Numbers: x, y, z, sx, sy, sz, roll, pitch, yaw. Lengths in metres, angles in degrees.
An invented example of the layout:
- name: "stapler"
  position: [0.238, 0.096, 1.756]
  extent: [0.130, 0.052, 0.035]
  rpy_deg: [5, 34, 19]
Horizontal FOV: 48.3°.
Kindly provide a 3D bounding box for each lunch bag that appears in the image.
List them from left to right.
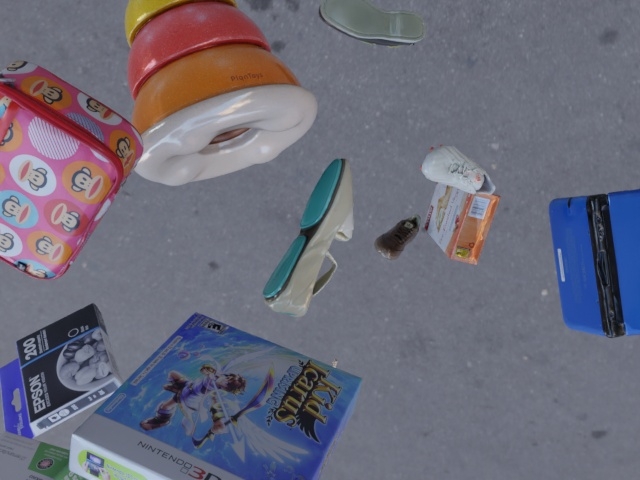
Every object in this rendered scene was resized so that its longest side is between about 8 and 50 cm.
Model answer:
- name: "lunch bag"
  position: [-0.421, -0.103, 1.011]
  extent: [0.258, 0.120, 0.293]
  rpy_deg: [33, 124, -14]

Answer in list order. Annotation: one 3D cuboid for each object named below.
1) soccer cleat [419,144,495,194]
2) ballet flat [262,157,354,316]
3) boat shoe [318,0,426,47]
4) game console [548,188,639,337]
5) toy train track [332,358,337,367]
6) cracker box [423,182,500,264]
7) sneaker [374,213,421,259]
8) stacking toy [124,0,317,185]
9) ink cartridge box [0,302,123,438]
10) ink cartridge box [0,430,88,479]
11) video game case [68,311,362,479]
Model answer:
- name: "soccer cleat"
  position: [0.246, -0.120, 1.253]
  extent: [0.076, 0.196, 0.068]
  rpy_deg: [39, 108, 33]
- name: "ballet flat"
  position: [0.000, 0.000, 1.039]
  extent: [0.086, 0.248, 0.086]
  rpy_deg: [26, 166, 7]
- name: "boat shoe"
  position: [0.093, -0.423, 1.398]
  extent: [0.228, 0.081, 0.069]
  rpy_deg: [6, 176, -24]
- name: "game console"
  position: [0.627, 0.042, 1.484]
  extent: [0.173, 0.250, 0.293]
  rpy_deg: [-8, 92, -13]
- name: "toy train track"
  position: [0.015, 0.278, 1.451]
  extent: [0.014, 0.048, 0.083]
  rpy_deg: [13, 109, -17]
- name: "cracker box"
  position: [0.304, -0.061, 1.571]
  extent: [0.067, 0.232, 0.155]
  rpy_deg: [13, 106, -10]
- name: "sneaker"
  position: [0.179, -0.016, 1.635]
  extent: [0.066, 0.188, 0.071]
  rpy_deg: [36, 117, 8]
- name: "stacking toy"
  position: [-0.234, -0.372, 1.302]
  extent: [0.351, 0.351, 0.480]
  rpy_deg: [-24, 81, 33]
- name: "ink cartridge box"
  position: [-0.452, 0.224, 1.209]
  extent: [0.208, 0.206, 0.045]
  rpy_deg: [-29, 132, -8]
- name: "ink cartridge box"
  position: [-0.414, 0.355, 0.898]
  extent: [0.154, 0.212, 0.093]
  rpy_deg: [5, 122, 30]
- name: "video game case"
  position: [-0.105, 0.209, 0.831]
  extent: [0.244, 0.269, 0.061]
  rpy_deg: [21, 120, 11]
